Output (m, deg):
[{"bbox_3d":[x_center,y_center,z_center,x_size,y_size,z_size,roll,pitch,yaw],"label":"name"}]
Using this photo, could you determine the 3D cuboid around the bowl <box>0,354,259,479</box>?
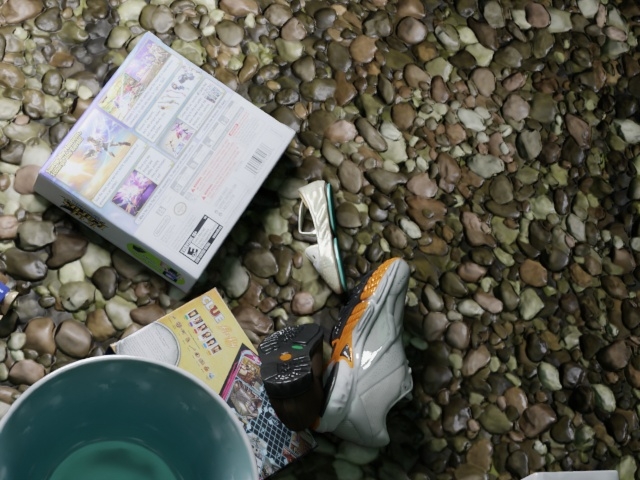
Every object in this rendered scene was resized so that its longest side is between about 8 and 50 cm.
[{"bbox_3d":[-0.233,0.301,1.725,0.312,0.163,0.311,4,71,-10],"label":"bowl"}]

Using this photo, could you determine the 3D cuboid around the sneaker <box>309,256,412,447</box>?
[{"bbox_3d":[0.076,0.150,1.963,0.121,0.099,0.262,29,69,-15],"label":"sneaker"}]

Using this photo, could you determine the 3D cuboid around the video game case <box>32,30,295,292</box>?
[{"bbox_3d":[-0.203,-0.105,1.980,0.244,0.061,0.269,35,61,-4],"label":"video game case"}]

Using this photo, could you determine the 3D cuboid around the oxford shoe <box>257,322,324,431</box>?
[{"bbox_3d":[-0.033,0.171,1.877,0.083,0.227,0.096,-11,109,10],"label":"oxford shoe"}]

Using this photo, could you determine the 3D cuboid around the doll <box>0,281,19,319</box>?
[{"bbox_3d":[-0.468,0.046,1.828,0.189,0.046,0.129,33,60,-5],"label":"doll"}]

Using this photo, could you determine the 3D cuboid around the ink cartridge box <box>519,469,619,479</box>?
[{"bbox_3d":[0.288,0.446,1.838,0.122,0.211,0.289,2,69,-21],"label":"ink cartridge box"}]

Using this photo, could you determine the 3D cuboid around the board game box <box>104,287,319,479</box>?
[{"bbox_3d":[-0.137,0.200,1.884,0.165,0.042,0.243,-29,80,-28],"label":"board game box"}]

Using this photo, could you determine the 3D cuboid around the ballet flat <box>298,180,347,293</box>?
[{"bbox_3d":[0.000,0.000,2.023,0.052,0.057,0.168,-11,66,6],"label":"ballet flat"}]
